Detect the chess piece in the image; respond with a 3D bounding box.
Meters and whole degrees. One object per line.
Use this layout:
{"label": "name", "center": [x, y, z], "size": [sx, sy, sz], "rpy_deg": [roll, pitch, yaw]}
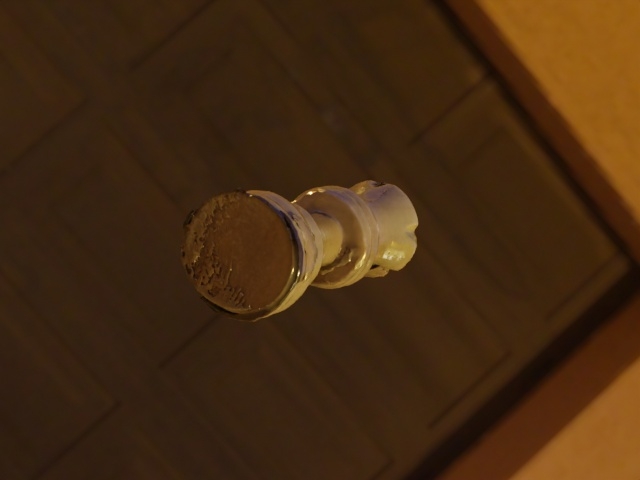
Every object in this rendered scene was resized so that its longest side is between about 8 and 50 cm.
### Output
{"label": "chess piece", "center": [0.000, -0.001, 0.860], "size": [0.060, 0.060, 0.172], "rpy_deg": [46, 21, 14]}
